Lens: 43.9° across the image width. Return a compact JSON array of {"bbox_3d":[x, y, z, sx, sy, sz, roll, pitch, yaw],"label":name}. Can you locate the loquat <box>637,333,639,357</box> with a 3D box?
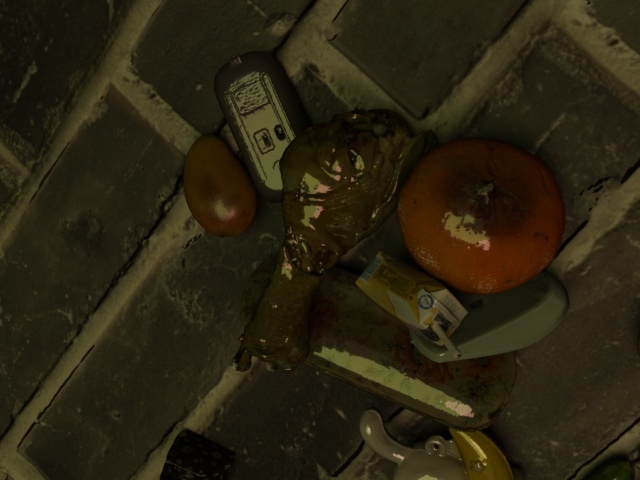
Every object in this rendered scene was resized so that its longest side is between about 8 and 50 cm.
[{"bbox_3d":[0.494,0.139,1.053,0.137,0.113,0.137,-1,100,-3],"label":"loquat"}]

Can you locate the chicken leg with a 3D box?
[{"bbox_3d":[0.000,0.000,1.119,0.153,0.201,0.429,15,79,58],"label":"chicken leg"}]

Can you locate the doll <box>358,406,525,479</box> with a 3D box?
[{"bbox_3d":[0.187,0.368,1.214,0.252,0.111,0.237,4,118,17],"label":"doll"}]

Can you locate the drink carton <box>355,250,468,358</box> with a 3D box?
[{"bbox_3d":[0.136,0.086,1.063,0.074,0.084,0.200,-50,40,-8],"label":"drink carton"}]

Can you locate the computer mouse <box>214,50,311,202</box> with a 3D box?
[{"bbox_3d":[-0.079,-0.172,1.216,0.120,0.057,0.232,-25,91,14],"label":"computer mouse"}]

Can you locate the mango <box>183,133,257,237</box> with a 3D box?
[{"bbox_3d":[-0.164,-0.082,1.253,0.111,0.089,0.163,-37,78,9],"label":"mango"}]

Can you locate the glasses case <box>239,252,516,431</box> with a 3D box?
[{"bbox_3d":[0.080,0.145,1.187,0.425,0.098,0.156,21,69,14],"label":"glasses case"}]

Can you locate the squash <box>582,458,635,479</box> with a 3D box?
[{"bbox_3d":[0.370,0.416,1.176,0.069,0.069,0.258,44,108,6],"label":"squash"}]

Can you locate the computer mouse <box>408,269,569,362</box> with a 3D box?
[{"bbox_3d":[0.235,0.107,1.109,0.231,0.128,0.079,-20,123,0],"label":"computer mouse"}]

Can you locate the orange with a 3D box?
[{"bbox_3d":[0.216,-0.039,1.063,0.224,0.170,0.224,-1,74,3],"label":"orange"}]

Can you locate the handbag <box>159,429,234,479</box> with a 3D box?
[{"bbox_3d":[-0.229,0.403,1.351,0.115,0.139,0.072,24,115,13],"label":"handbag"}]
